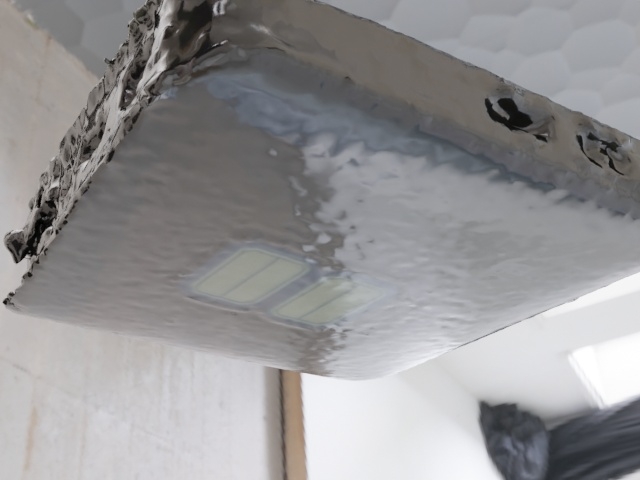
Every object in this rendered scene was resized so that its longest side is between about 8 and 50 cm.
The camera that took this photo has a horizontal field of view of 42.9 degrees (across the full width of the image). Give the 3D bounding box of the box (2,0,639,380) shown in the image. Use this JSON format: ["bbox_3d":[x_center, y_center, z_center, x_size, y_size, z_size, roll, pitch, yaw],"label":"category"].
[{"bbox_3d":[0.000,0.000,0.531,0.350,0.359,0.091,16,61,-28],"label":"box"}]
